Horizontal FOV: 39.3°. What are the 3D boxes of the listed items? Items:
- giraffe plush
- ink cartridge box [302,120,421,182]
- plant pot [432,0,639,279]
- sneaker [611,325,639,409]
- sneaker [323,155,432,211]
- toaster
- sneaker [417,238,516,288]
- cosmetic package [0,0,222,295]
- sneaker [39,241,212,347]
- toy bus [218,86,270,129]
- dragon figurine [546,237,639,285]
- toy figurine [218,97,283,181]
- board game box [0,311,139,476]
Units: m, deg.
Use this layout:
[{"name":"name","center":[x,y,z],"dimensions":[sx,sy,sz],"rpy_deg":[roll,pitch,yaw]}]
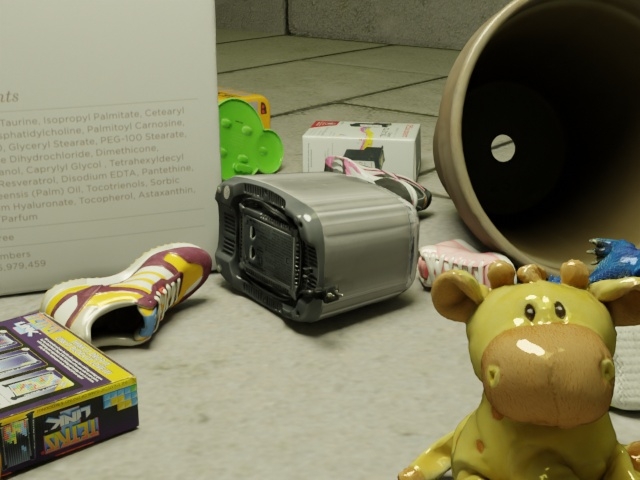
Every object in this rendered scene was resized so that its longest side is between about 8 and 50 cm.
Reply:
[{"name":"giraffe plush","center":[0.142,0.103,0.551],"dimensions":[0.182,0.170,0.210],"rpy_deg":[-6,20,-15]},{"name":"ink cartridge box","center":[0.068,-0.141,1.413],"dimensions":[0.175,0.072,0.127],"rpy_deg":[2,19,9]},{"name":"plant pot","center":[0.261,-0.118,1.053],"dimensions":[0.323,0.323,0.280],"rpy_deg":[-4,4,-11]},{"name":"sneaker","center":[0.299,0.093,0.748],"dimensions":[0.240,0.091,0.126],"rpy_deg":[6,2,18]},{"name":"sneaker","center":[0.077,-0.067,1.233],"dimensions":[0.077,0.072,0.178],"rpy_deg":[-2,23,-44]},{"name":"toaster","center":[0.000,0.000,0.922],"dimensions":[0.147,0.129,0.227],"rpy_deg":[-11,20,-34]},{"name":"sneaker","center":[0.145,0.034,0.940],"dimensions":[0.070,0.050,0.134],"rpy_deg":[-9,18,-20]},{"name":"cosmetic package","center":[-0.304,-0.181,1.042],"dimensions":[0.328,0.393,0.329],"rpy_deg":[-6,21,-16]},{"name":"sneaker","center":[-0.167,0.060,0.856],"dimensions":[0.186,0.069,0.084],"rpy_deg":[-24,38,-37]},{"name":"toy bus","center":[-0.243,-0.226,1.607],"dimensions":[0.130,0.108,0.333],"rpy_deg":[-16,24,-39]},{"name":"dragon figurine","center":[0.334,0.032,0.831],"dimensions":[0.289,0.085,0.144],"rpy_deg":[-13,14,10]},{"name":"toy figurine","center":[-0.172,-0.152,1.421],"dimensions":[0.159,0.130,0.173],"rpy_deg":[4,-5,41]},{"name":"board game box","center":[-0.246,0.117,0.705],"dimensions":[0.141,0.048,0.170],"rpy_deg":[-13,22,-38]}]
